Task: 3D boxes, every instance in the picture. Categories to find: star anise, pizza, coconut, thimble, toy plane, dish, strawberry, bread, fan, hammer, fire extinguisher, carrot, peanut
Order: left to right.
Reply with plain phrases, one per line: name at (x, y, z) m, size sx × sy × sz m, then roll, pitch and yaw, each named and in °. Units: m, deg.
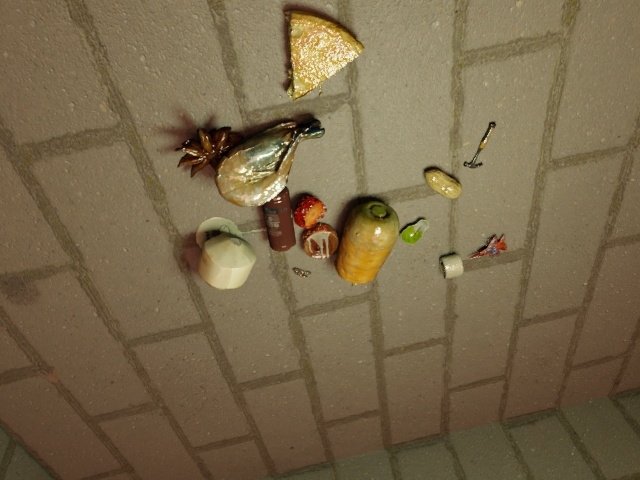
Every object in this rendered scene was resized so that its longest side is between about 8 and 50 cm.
star anise at (-0.400, -0.332, 1.633) m, size 0.272 × 0.102 × 0.272 m, roll -22°, pitch 156°, yaw -11°
coconut at (-0.375, 0.075, 1.859) m, size 0.241 × 0.241 × 0.241 m, roll -5°, pitch 127°, yaw -7°
fan at (-0.353, -0.026, 1.921) m, size 0.329 × 0.009 × 0.190 m, roll -8°, pitch 127°, yaw -5°
fire extinguisher at (-0.163, -0.115, 1.820) m, size 0.114 × 0.135 × 0.337 m, roll -40°, pitch 138°, yaw -36°
strawberry at (-0.049, -0.116, 1.852) m, size 0.145 × 0.086 × 0.145 m, roll -37°, pitch 142°, yaw -37°
pizza at (-0.040, -0.598, 1.529) m, size 0.280 × 0.075 × 0.287 m, roll 25°, pitch 120°, yaw -22°
bread at (0.000, 0.000, 1.972) m, size 0.161 × 0.073 × 0.160 m, roll -4°, pitch 128°, yaw -5°
carrot at (0.195, 0.007, 1.925) m, size 0.224 × 0.224 × 0.340 m, roll 3°, pitch 130°, yaw -14°
dish at (0.416, -0.048, 2.042) m, size 0.091 × 0.039 × 0.137 m, roll 36°, pitch 111°, yaw -26°
peanut at (0.504, -0.230, 1.894) m, size 0.194 × 0.093 × 0.083 m, roll 22°, pitch 133°, yaw -28°
thimble at (0.612, 0.122, 2.166) m, size 0.090 × 0.102 × 0.115 m, roll -14°, pitch 120°, yaw 0°
hammer at (0.654, -0.378, 1.857) m, size 0.078 × 0.021 × 0.201 m, roll 9°, pitch 125°, yaw -17°
toy plane at (0.786, 0.044, 2.172) m, size 0.189 × 0.061 × 0.130 m, roll -19°, pitch 128°, yaw 9°

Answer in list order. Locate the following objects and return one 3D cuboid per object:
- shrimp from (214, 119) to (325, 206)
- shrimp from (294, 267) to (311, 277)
shrimp at (-0.170, -0.286, 1.643) m, size 0.446 × 0.110 × 0.221 m, roll -36°, pitch 98°, yaw -4°
shrimp at (-0.084, 0.150, 2.093) m, size 0.092 × 0.029 × 0.038 m, roll 17°, pitch 120°, yaw -27°
